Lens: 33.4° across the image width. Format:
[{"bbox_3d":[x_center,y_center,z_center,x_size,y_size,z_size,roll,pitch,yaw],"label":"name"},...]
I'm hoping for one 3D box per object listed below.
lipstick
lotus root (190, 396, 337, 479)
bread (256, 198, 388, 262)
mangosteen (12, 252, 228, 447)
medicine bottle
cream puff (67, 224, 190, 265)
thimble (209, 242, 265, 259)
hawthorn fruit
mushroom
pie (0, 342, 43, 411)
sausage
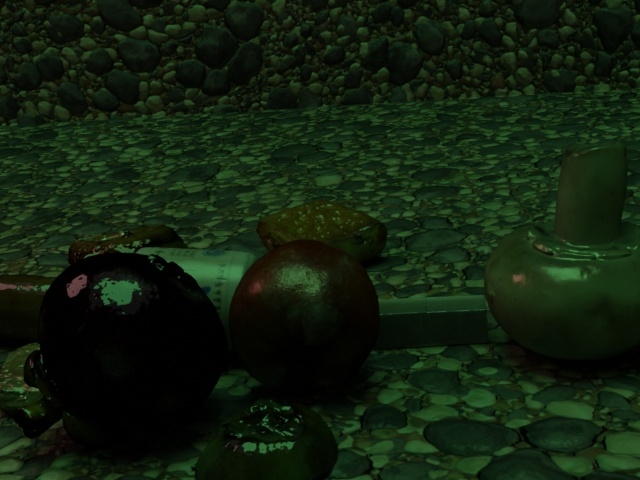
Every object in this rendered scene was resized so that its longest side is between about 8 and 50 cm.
[{"bbox_3d":[0.119,0.140,1.792,0.317,0.066,0.068,-4,19,7],"label":"lipstick"},{"bbox_3d":[-0.078,0.272,1.453,0.203,0.078,0.183,-12,19,-13],"label":"lotus root"},{"bbox_3d":[0.000,0.000,2.201,0.210,0.099,0.235,-20,29,-31],"label":"bread"},{"bbox_3d":[-0.283,0.162,1.572,0.297,0.293,0.297,12,-1,0],"label":"mangosteen"},{"bbox_3d":[-0.252,0.096,1.798,0.293,0.170,0.170,2,20,6],"label":"medicine bottle"},{"bbox_3d":[-0.363,0.052,2.049,0.240,0.164,0.240,-16,3,1],"label":"cream puff"},{"bbox_3d":[-0.154,0.079,1.957,0.151,0.127,0.118,-30,25,-24],"label":"thimble"},{"bbox_3d":[-0.018,0.102,1.644,0.235,0.263,0.231,8,-19,25],"label":"hawthorn fruit"},{"bbox_3d":[0.407,0.010,1.677,0.314,0.336,0.314,0,12,0],"label":"mushroom"},{"bbox_3d":[-0.442,0.218,1.757,0.185,0.052,0.218,-9,17,-4],"label":"pie"},{"bbox_3d":[-0.590,0.125,1.953,0.500,0.123,0.136,-2,47,9],"label":"sausage"}]
